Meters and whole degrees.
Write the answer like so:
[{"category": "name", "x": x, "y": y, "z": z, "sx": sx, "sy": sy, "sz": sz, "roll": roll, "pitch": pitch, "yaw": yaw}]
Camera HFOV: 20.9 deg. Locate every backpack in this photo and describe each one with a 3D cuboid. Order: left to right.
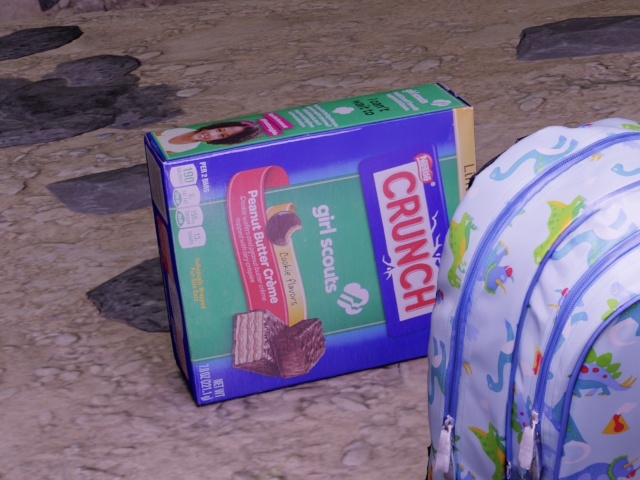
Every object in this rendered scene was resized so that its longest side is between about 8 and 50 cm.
[{"category": "backpack", "x": 0.218, "y": 0.080, "z": 1.336, "sx": 0.290, "sy": 0.356, "sz": 0.273, "roll": -13, "pitch": 21, "yaw": -19}]

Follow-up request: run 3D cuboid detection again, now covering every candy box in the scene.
[{"category": "candy box", "x": 0.000, "y": 0.000, "z": 1.766, "sx": 0.317, "sy": 0.268, "sz": 0.122, "roll": -12, "pitch": 23, "yaw": -13}]
